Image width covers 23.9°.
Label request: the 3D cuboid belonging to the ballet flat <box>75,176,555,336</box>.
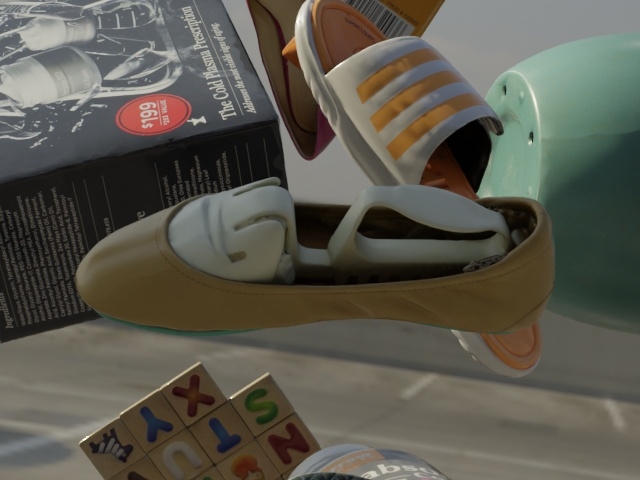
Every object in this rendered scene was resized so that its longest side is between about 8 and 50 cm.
[{"bbox_3d":[0.000,0.000,0.726,0.232,0.080,0.073,1,-46,-8],"label":"ballet flat"}]

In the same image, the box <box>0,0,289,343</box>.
[{"bbox_3d":[-0.217,-0.095,1.469,0.312,0.179,0.343,-15,37,-9],"label":"box"}]

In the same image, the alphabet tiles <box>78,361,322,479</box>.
[{"bbox_3d":[-0.117,0.323,1.783,0.285,0.343,0.011,-33,15,1],"label":"alphabet tiles"}]

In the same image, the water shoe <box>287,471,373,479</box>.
[{"bbox_3d":[0.053,0.214,1.002,0.203,0.080,0.073,16,26,-20],"label":"water shoe"}]

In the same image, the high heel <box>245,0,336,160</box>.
[{"bbox_3d":[-0.037,-0.200,1.498,0.082,0.244,0.117,-5,39,15],"label":"high heel"}]

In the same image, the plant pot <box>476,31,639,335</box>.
[{"bbox_3d":[0.270,-0.052,1.361,0.235,0.293,0.293,3,0,-14],"label":"plant pot"}]

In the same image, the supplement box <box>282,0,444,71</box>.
[{"bbox_3d":[0.069,-0.217,1.140,0.080,0.233,0.078,36,-6,-10],"label":"supplement box"}]

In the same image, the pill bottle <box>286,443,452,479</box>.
[{"bbox_3d":[0.058,0.258,1.215,0.162,0.162,0.278,9,4,-16],"label":"pill bottle"}]

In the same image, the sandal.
[{"bbox_3d":[0.083,-0.047,0.924,0.076,0.265,0.102,-33,-5,34],"label":"sandal"}]
